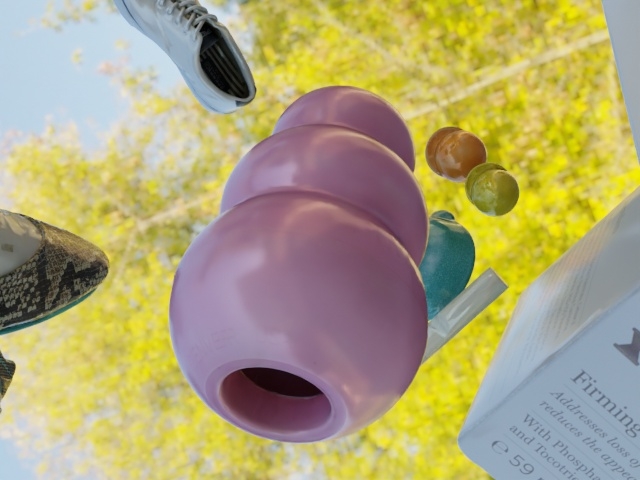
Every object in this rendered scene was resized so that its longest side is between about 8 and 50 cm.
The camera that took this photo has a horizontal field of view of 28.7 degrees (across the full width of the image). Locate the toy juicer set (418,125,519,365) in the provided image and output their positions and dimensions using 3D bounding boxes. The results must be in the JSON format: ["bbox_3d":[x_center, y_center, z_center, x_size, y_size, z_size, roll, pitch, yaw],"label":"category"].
[{"bbox_3d":[0.140,0.015,1.375,0.089,0.209,0.329,39,-147,-39],"label":"toy juicer set"}]

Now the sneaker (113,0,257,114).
[{"bbox_3d":[-0.164,-0.269,1.550,0.258,0.094,0.091,49,155,-22],"label":"sneaker"}]

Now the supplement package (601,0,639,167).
[{"bbox_3d":[0.318,-0.065,0.814,0.177,0.175,0.293,38,-144,-36],"label":"supplement package"}]

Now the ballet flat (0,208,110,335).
[{"bbox_3d":[-0.450,0.049,1.358,0.164,0.483,0.182,37,139,42],"label":"ballet flat"}]

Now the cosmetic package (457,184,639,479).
[{"bbox_3d":[0.418,0.127,1.333,0.329,0.393,0.327,40,-144,-2],"label":"cosmetic package"}]

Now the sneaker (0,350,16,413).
[{"bbox_3d":[-0.360,0.097,1.229,0.166,0.065,0.076,62,-151,-25],"label":"sneaker"}]

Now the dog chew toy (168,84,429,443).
[{"bbox_3d":[0.000,0.000,1.039,0.206,0.207,0.331,60,-147,-40],"label":"dog chew toy"}]
